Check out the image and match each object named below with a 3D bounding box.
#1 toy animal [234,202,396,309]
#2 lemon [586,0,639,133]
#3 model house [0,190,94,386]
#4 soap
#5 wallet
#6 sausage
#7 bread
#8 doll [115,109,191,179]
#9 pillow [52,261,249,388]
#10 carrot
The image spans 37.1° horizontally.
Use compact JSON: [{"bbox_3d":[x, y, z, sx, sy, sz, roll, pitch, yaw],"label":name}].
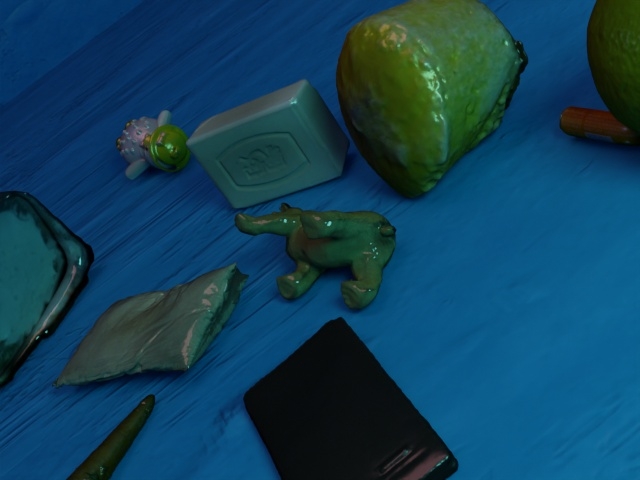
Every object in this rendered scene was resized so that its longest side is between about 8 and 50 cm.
[{"bbox_3d":[0.000,0.000,0.995,0.101,0.103,0.219,-30,18,-34],"label":"toy animal"},{"bbox_3d":[0.321,-0.162,0.774,0.184,0.184,0.248,-38,27,-4],"label":"lemon"},{"bbox_3d":[-0.501,0.084,1.335,0.291,0.184,0.253,-16,37,42],"label":"model house"},{"bbox_3d":[-0.063,-0.118,1.203,0.183,0.121,0.064,-17,32,35],"label":"soap"},{"bbox_3d":[0.011,0.153,0.790,0.124,0.025,0.244,-40,29,-2],"label":"wallet"},{"bbox_3d":[0.273,-0.107,0.900,0.031,0.031,0.107,-43,29,-14],"label":"sausage"},{"bbox_3d":[0.110,-0.158,1.016,0.170,0.197,0.197,-29,24,-18],"label":"bread"},{"bbox_3d":[-0.271,-0.153,1.543,0.207,0.081,0.129,20,79,56],"label":"doll"},{"bbox_3d":[-0.194,0.102,1.081,0.230,0.050,0.148,-16,28,38],"label":"pillow"},{"bbox_3d":[-0.229,0.240,0.912,0.049,0.049,0.254,-11,32,39],"label":"carrot"}]
